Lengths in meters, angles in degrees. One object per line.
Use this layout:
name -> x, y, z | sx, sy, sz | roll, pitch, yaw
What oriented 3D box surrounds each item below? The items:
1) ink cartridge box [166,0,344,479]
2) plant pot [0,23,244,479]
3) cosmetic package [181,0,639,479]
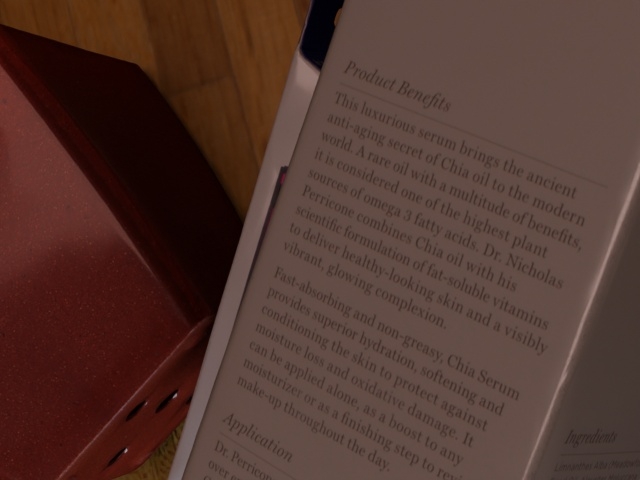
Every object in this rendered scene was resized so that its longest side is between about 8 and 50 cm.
ink cartridge box -> 0.000, 0.000, 1.076 | 0.069, 0.176, 0.371 | 18, 100, 18
plant pot -> -0.187, 0.035, 1.127 | 0.236, 0.267, 0.267 | 45, 101, 13
cosmetic package -> 0.089, 0.046, 0.923 | 0.230, 0.161, 0.453 | 26, 101, 37
